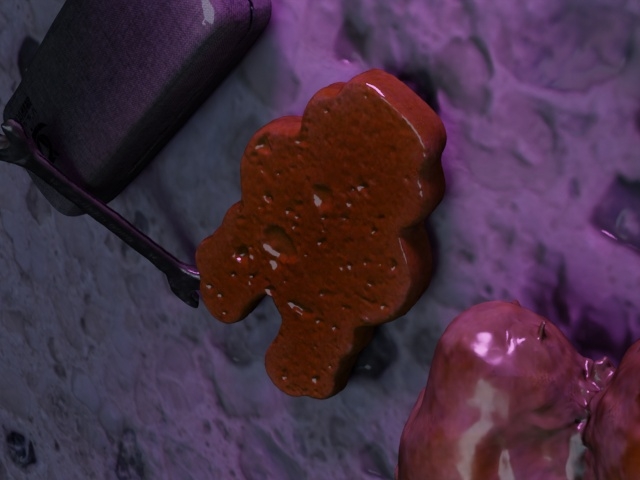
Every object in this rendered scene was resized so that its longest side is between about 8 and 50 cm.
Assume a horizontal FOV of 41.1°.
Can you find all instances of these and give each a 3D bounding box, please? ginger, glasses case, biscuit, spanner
[{"bbox_3d":[0.187,0.146,0.497,0.304,0.155,0.245,-6,104,42],"label":"ginger"},{"bbox_3d":[-0.167,-0.142,0.717,0.323,0.074,0.131,-37,83,44],"label":"glasses case"},{"bbox_3d":[0.002,-0.001,0.663,0.186,0.044,0.295,46,133,9],"label":"biscuit"},{"bbox_3d":[-0.189,-0.021,0.753,0.254,0.015,0.054,40,137,-19],"label":"spanner"}]
